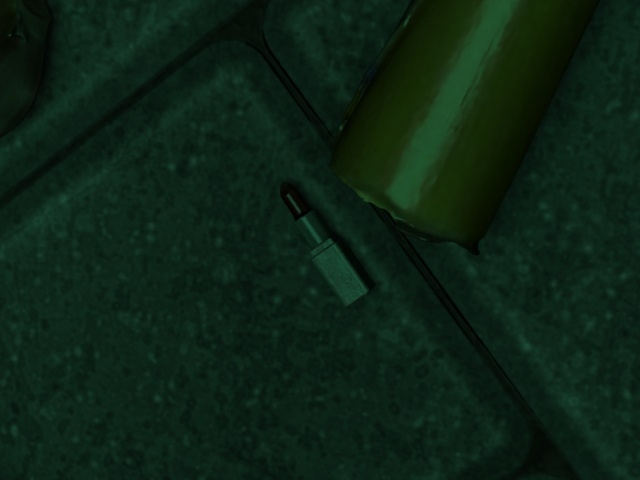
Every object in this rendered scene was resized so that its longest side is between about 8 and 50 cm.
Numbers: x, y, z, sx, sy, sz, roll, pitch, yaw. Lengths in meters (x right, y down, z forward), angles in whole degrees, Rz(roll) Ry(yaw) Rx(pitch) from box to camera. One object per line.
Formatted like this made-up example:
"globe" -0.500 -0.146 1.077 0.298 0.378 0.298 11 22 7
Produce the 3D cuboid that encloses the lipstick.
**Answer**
"lipstick" 0.000 0.000 1.524 0.030 0.030 0.129 -35 91 18

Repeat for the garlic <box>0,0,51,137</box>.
"garlic" -0.379 -0.150 1.561 0.267 0.148 0.128 -9 135 11

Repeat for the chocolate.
"chocolate" 0.162 -0.215 1.398 0.162 0.162 0.445 28 101 7
